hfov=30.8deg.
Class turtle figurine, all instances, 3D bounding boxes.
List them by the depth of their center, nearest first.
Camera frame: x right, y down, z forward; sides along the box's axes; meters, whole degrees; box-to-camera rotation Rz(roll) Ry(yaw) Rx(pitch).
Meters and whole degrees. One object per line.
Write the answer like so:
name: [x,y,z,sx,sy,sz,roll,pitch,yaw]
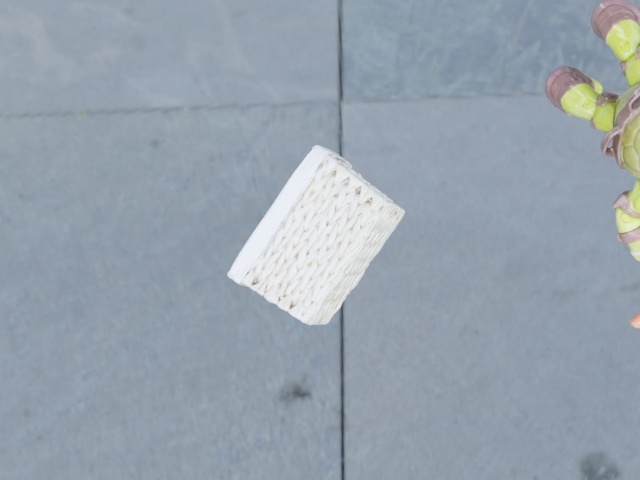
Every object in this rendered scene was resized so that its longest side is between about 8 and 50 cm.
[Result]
turtle figurine: [0.255,-0.082,0.914,0.087,0.269,0.217,2,36,-22]

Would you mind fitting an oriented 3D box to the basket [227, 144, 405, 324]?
basket: [0.000,0.000,1.215,0.103,0.113,0.167,37,96,13]
